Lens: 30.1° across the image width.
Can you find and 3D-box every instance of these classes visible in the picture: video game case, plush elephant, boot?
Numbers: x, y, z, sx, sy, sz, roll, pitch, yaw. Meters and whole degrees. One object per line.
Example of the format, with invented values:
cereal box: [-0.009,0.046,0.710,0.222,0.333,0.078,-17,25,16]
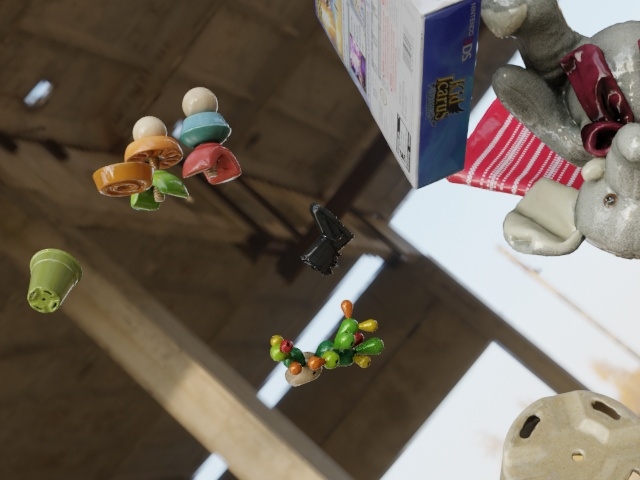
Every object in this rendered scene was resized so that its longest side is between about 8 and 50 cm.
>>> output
video game case: [0.063,-0.218,1.101,0.061,0.244,0.269,-23,-27,-9]
plush elephant: [0.312,-0.098,1.201,0.330,0.271,0.255,71,-163,-48]
boot: [0.000,0.000,2.219,0.121,0.045,0.099,43,-100,-31]

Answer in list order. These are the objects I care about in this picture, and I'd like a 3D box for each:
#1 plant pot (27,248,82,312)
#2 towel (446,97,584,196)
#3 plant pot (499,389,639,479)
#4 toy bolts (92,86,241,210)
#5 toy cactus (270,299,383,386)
plant pot: [-0.420,0.069,1.853,0.079,0.083,0.083,-85,17,-53]
towel: [0.313,-0.109,1.481,0.199,0.274,0.031,-50,-38,-42]
plant pot: [0.404,0.405,1.866,0.334,0.334,0.305,-43,-36,-20]
toy bolts: [-0.265,-0.167,2.006,0.228,0.158,0.218,-17,-15,26]
toy cactus: [-0.008,0.184,1.962,0.219,0.112,0.180,-12,-20,-40]
